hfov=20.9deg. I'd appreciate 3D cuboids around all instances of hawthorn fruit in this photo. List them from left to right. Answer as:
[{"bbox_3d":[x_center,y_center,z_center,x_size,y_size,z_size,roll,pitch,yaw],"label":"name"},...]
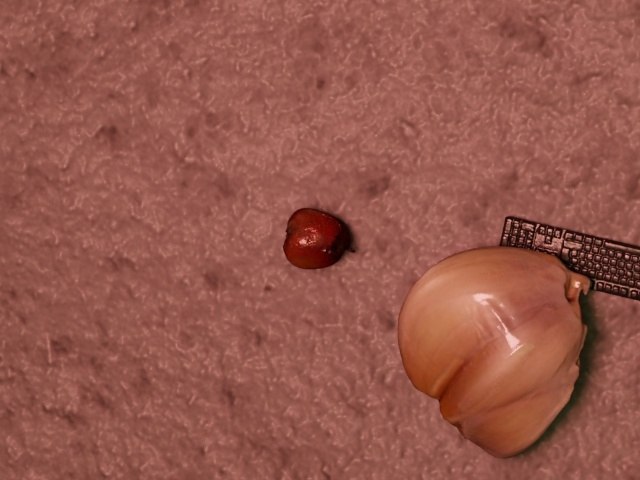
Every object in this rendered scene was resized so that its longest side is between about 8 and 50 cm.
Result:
[{"bbox_3d":[-0.006,-0.002,1.988,0.077,0.077,0.077,2,99,14],"label":"hawthorn fruit"}]

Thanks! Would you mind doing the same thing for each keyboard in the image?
[{"bbox_3d":[0.300,0.024,1.942,0.204,0.013,0.061,14,101,12],"label":"keyboard"}]

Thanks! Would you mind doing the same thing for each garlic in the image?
[{"bbox_3d":[0.191,0.111,1.930,0.217,0.110,0.228,40,110,10],"label":"garlic"}]
